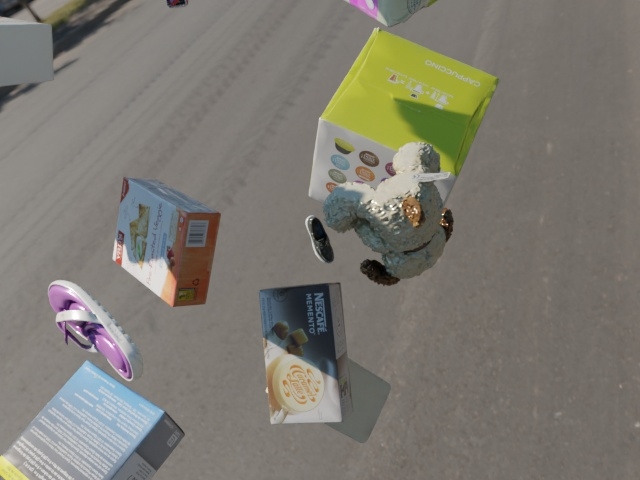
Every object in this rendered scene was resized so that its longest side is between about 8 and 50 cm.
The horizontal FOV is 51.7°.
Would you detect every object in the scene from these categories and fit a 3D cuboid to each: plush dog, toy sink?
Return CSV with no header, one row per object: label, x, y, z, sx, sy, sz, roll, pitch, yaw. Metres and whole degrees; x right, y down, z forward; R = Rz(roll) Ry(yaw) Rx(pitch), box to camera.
plush dog,0.168,-0.025,1.270,0.262,0.225,0.210,-33,41,-7
toy sink,0.019,0.337,1.512,0.131,0.234,0.153,6,65,57

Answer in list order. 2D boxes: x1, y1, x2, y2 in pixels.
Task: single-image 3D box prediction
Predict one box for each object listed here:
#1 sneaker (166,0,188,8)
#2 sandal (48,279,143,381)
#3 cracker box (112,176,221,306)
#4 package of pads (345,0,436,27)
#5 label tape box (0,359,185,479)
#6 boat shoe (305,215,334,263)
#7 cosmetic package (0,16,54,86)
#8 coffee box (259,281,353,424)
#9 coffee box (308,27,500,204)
sneaker,-0.304,-0.493,1.273,0.042,0.118,0.067,-34,49,48
sandal,-0.617,0.231,1.724,0.416,0.169,0.102,28,39,32
cracker box,-0.265,-0.004,1.108,0.067,0.156,0.232,0,18,-41
package of pads,0.007,-0.375,0.665,0.101,0.229,0.296,-38,60,-15
label tape box,-0.459,0.424,1.237,0.240,0.106,0.334,22,60,32
boat shoe,0.000,0.000,1.776,0.049,0.142,0.040,-28,11,-14
cosmetic package,-0.614,-0.268,0.908,0.284,0.098,0.377,16,23,19
coffee box,-0.025,0.205,1.227,0.141,0.247,0.098,-6,-3,16
coffee box,0.199,-0.252,1.653,0.337,0.334,0.338,25,61,8
